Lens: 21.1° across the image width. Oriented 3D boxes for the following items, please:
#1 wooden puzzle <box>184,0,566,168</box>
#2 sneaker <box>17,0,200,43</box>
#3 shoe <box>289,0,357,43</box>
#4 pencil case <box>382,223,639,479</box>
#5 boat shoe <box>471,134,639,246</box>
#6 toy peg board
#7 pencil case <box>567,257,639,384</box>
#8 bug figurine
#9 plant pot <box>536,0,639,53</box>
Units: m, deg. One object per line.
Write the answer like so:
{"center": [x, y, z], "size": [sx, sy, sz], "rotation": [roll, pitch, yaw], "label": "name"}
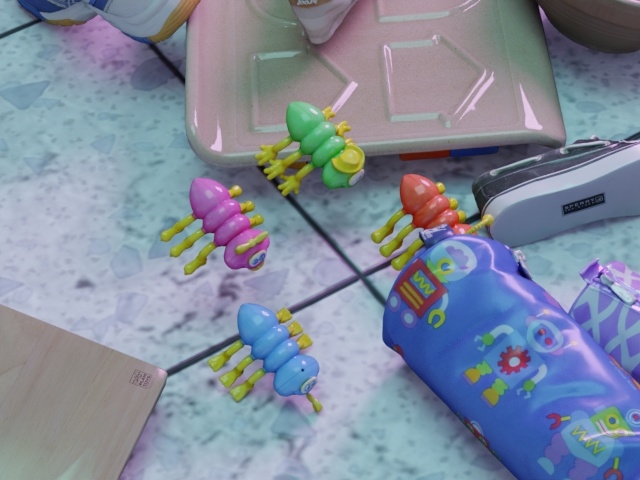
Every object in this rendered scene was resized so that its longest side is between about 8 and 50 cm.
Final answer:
{"center": [0.045, -0.180, 1.663], "size": [0.348, 0.080, 0.322], "rotation": [-1, 46, -2], "label": "wooden puzzle"}
{"center": [-0.237, -0.284, 1.698], "size": [0.296, 0.131, 0.112], "rotation": [16, 68, 49], "label": "sneaker"}
{"center": [0.017, -0.269, 1.662], "size": [0.076, 0.058, 0.219], "rotation": [-3, 38, 24], "label": "shoe"}
{"center": [0.175, 0.116, 1.327], "size": [0.133, 0.119, 0.306], "rotation": [-42, 54, -3], "label": "pencil case"}
{"center": [0.243, -0.061, 1.523], "size": [0.219, 0.078, 0.070], "rotation": [-14, 47, -6], "label": "boat shoe"}
{"center": [-0.228, 0.156, 1.372], "size": [0.161, 0.079, 0.161], "rotation": [21, 50, 3], "label": "toy peg board"}
{"center": [0.293, 0.087, 1.368], "size": [0.206, 0.088, 0.086], "rotation": [29, 54, 28], "label": "pencil case"}
{"center": [0.000, 0.000, 1.448], "size": [0.279, 0.072, 0.216], "rotation": [-39, 84, -24], "label": "bug figurine"}
{"center": [0.287, -0.259, 1.670], "size": [0.237, 0.109, 0.237], "rotation": [8, 44, -8], "label": "plant pot"}
